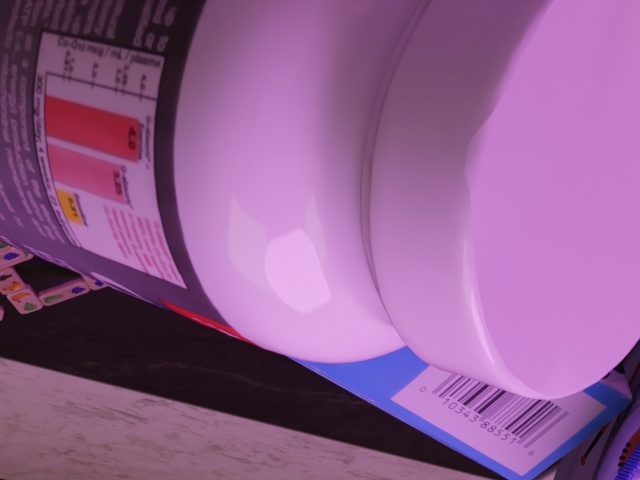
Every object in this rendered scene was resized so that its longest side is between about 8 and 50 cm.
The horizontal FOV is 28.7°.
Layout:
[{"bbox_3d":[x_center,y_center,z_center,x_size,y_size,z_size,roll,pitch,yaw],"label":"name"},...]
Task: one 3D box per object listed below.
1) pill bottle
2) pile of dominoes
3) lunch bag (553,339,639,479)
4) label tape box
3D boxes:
[{"bbox_3d":[-0.031,-0.065,0.560,0.363,0.210,0.210,18,164,40],"label":"pill bottle"},{"bbox_3d":[-0.345,0.038,1.360,0.196,0.040,0.251,-20,153,-2],"label":"pile of dominoes"},{"bbox_3d":[0.301,0.138,0.816,0.239,0.385,0.328,48,177,9],"label":"lunch bag"},{"bbox_3d":[0.060,-0.031,0.847,0.240,0.334,0.106,32,120,-23],"label":"label tape box"}]
